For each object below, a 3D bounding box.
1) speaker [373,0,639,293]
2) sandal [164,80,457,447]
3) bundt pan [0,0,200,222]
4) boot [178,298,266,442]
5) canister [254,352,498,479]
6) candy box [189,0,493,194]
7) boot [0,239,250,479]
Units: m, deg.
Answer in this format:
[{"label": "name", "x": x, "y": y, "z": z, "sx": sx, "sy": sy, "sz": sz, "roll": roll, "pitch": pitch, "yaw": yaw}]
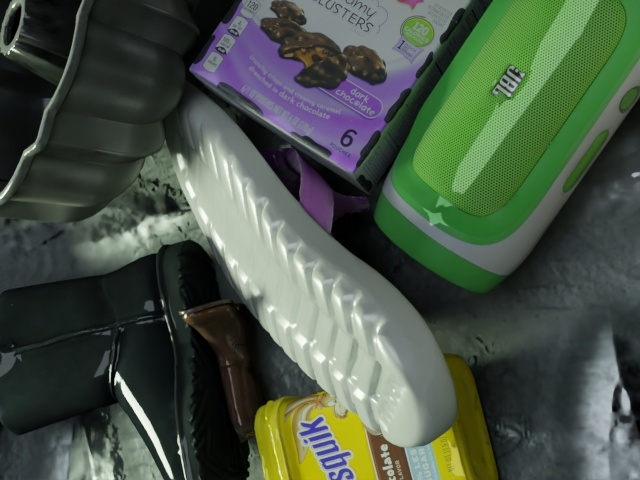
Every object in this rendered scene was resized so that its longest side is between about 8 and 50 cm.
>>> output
[{"label": "speaker", "x": 0.164, "y": -0.110, "z": 1.460, "sx": 0.131, "sy": 0.131, "sz": 0.296, "roll": 40, "pitch": 105, "yaw": 25}, {"label": "sandal", "x": 0.000, "y": 0.011, "z": 1.531, "sx": 0.416, "sy": 0.102, "sz": 0.169, "roll": 50, "pitch": 153, "yaw": 39}, {"label": "bundt pan", "x": -0.200, "y": -0.162, "z": 1.609, "sx": 0.331, "sy": 0.124, "sz": 0.331, "roll": -36, "pitch": 46, "yaw": 49}, {"label": "boot", "x": -0.075, "y": 0.107, "z": 1.582, "sx": 0.037, "sy": 0.106, "sz": 0.114, "roll": -13, "pitch": 81, "yaw": 23}, {"label": "canister", "x": 0.045, "y": 0.167, "z": 1.534, "sx": 0.170, "sy": 0.073, "sz": 0.126, "roll": -19, "pitch": 77, "yaw": 25}, {"label": "candy box", "x": 0.022, "y": -0.164, "z": 1.524, "sx": 0.165, "sy": 0.070, "sz": 0.196, "roll": 33, "pitch": 87, "yaw": 19}, {"label": "boot", "x": -0.176, "y": 0.136, "z": 1.642, "sx": 0.207, "sy": 0.094, "sz": 0.246, "roll": -19, "pitch": 71, "yaw": 23}]
